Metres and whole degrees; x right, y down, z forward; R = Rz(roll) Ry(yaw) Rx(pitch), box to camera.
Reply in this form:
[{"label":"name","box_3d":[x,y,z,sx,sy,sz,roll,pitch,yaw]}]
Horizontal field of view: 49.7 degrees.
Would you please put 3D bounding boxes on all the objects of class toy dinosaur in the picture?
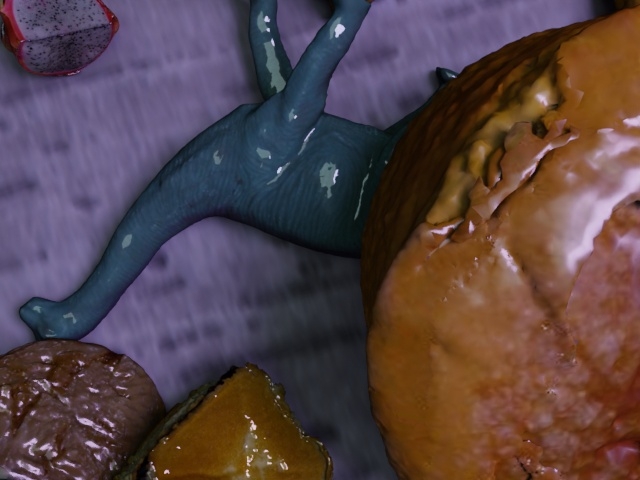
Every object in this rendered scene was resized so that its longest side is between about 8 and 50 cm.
[{"label":"toy dinosaur","box_3d":[0.000,0.000,0.527,0.383,0.129,0.331,23,97,-2]}]

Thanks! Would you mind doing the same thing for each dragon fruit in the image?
[{"label":"dragon fruit","box_3d":[-0.207,-0.165,0.538,0.083,0.060,0.056,-30,81,-30]}]

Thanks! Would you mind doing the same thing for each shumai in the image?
[{"label":"shumai","box_3d":[-0.196,0.140,0.508,0.105,0.139,0.123,-21,55,27]}]

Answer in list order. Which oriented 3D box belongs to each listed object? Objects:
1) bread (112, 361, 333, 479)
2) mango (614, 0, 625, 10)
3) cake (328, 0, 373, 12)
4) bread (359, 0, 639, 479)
[{"label":"bread","box_3d":[-0.066,0.171,0.490,0.128,0.069,0.140,48,50,-4]},{"label":"mango","box_3d":[0.295,-0.189,0.539,0.136,0.099,0.228,-28,79,4]},{"label":"cake","box_3d":[0.035,-0.313,0.435,0.198,0.293,0.196,-34,84,-3]},{"label":"bread","box_3d":[0.196,0.037,0.428,0.358,0.204,0.337,39,102,-22]}]
